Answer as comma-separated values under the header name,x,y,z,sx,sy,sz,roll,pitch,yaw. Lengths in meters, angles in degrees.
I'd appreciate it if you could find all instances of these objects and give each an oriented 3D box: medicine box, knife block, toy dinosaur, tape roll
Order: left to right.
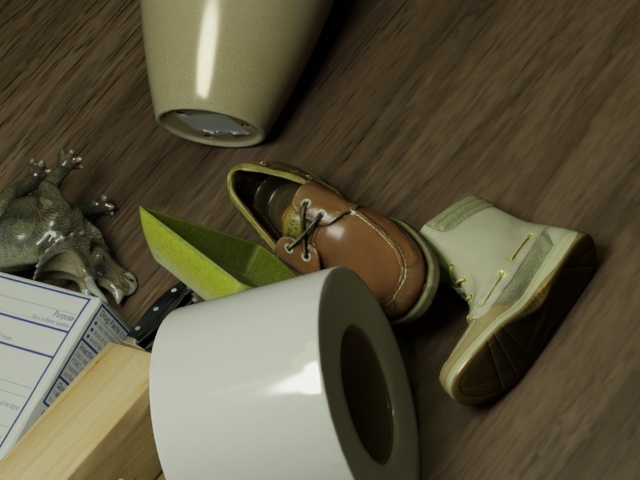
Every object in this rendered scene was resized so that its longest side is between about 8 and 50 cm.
name,x,y,z,sx,sy,sz,roll,pitch,yaw
medicine box,-0.357,0.187,1.810,0.263,0.149,0.289,12,62,36
toy dinosaur,-0.344,-0.014,1.981,0.313,0.121,0.160,7,46,29
knife block,-0.193,0.155,1.687,0.088,0.275,0.242,11,91,36
tape roll,-0.029,0.160,1.580,0.169,0.246,0.246,-14,50,19

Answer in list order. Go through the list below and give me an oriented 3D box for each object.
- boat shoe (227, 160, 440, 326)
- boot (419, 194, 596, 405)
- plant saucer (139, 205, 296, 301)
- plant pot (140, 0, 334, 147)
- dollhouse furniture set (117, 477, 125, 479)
name,x,y,z,sx,sy,sz,roll,pitch,yaw
boat shoe,0.000,0.000,1.745,0.307,0.104,0.111,30,97,54
boot,0.147,0.053,1.678,0.165,0.077,0.213,25,65,39
plant saucer,-0.080,0.042,1.760,0.188,0.188,0.045,35,101,42
plant pot,-0.104,-0.256,1.967,0.256,0.256,0.274,0,72,30
dollhouse furniture set,-0.192,0.356,1.478,0.135,0.262,0.259,30,66,34
